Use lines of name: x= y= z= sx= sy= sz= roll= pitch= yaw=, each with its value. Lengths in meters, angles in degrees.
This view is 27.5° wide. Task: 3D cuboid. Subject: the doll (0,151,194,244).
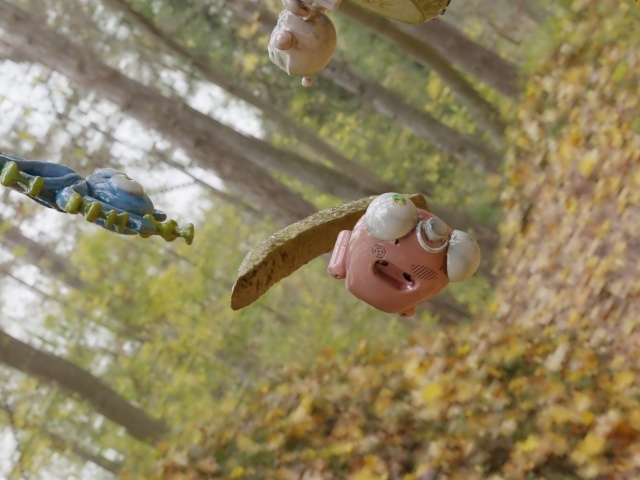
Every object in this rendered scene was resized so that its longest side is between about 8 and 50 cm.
doll: x=-0.394 y=-0.089 z=2.088 sx=0.346 sy=0.341 sz=0.098 roll=21 pitch=89 yaw=54

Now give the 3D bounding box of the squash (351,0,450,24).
squash: x=0.046 y=-0.376 z=1.866 sx=0.261 sy=0.189 sz=0.189 roll=-23 pitch=-27 yaw=-39

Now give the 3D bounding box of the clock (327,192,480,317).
clock: x=0.108 y=0.021 z=1.700 sx=0.162 sy=0.166 sz=0.092 roll=-42 pitch=23 yaw=47

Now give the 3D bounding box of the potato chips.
potato chips: x=0.000 y=0.000 z=1.861 sx=0.407 sy=0.080 sz=0.057 roll=-24 pitch=-55 yaw=-41

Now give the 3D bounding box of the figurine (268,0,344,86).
figurine: x=-0.017 y=-0.399 z=2.364 sx=0.256 sy=0.145 sz=0.181 roll=111 pitch=163 yaw=-46
